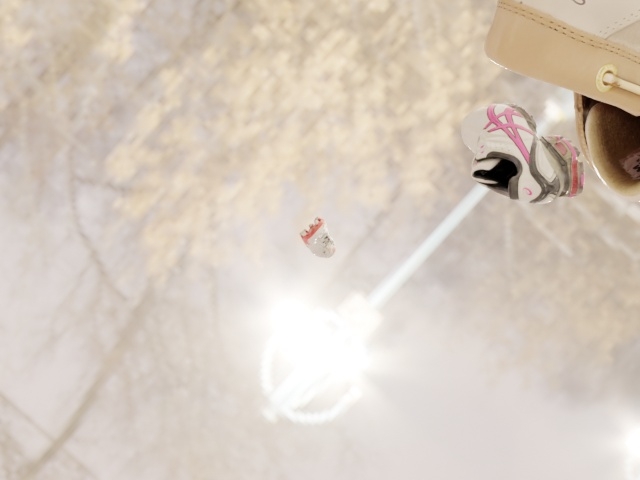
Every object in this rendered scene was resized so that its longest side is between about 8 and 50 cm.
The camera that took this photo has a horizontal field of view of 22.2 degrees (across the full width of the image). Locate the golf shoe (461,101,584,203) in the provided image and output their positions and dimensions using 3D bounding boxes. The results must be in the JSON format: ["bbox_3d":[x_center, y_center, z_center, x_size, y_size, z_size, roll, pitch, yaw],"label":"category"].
[{"bbox_3d":[0.177,-0.087,1.593,0.186,0.086,0.068,-140,41,-59],"label":"golf shoe"}]

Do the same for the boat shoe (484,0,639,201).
[{"bbox_3d":[0.095,-0.039,0.449,0.063,0.059,0.170,32,-178,43],"label":"boat shoe"}]

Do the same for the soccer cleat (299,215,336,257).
[{"bbox_3d":[0.000,0.000,1.502,0.035,0.029,0.083,46,174,1],"label":"soccer cleat"}]
